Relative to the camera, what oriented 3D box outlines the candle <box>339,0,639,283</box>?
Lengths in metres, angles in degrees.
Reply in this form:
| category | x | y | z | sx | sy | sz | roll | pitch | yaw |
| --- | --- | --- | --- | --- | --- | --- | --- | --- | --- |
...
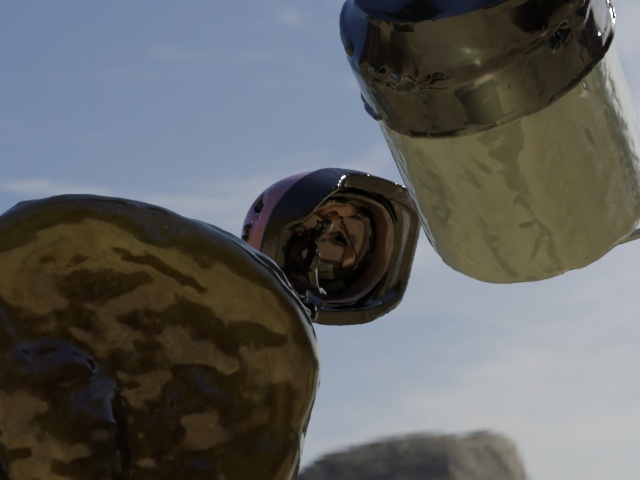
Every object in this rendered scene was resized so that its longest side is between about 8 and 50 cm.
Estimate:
| category | x | y | z | sx | sy | sz | roll | pitch | yaw |
| --- | --- | --- | --- | --- | --- | --- | --- | --- | --- |
| candle | 0.161 | -0.096 | 1.476 | 0.221 | 0.221 | 0.342 | -10 | -52 | 17 |

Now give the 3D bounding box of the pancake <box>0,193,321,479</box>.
| category | x | y | z | sx | sy | sz | roll | pitch | yaw |
| --- | --- | --- | --- | --- | --- | --- | --- | --- | --- |
| pancake | -0.138 | 0.097 | 1.184 | 0.294 | 0.294 | 0.049 | -3 | -12 | -13 |

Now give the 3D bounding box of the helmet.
| category | x | y | z | sx | sy | sz | roll | pitch | yaw |
| --- | --- | --- | --- | --- | --- | --- | --- | --- | --- |
| helmet | 0.000 | 0.000 | 2.178 | 0.154 | 0.198 | 0.253 | 18 | 12 | 30 |
